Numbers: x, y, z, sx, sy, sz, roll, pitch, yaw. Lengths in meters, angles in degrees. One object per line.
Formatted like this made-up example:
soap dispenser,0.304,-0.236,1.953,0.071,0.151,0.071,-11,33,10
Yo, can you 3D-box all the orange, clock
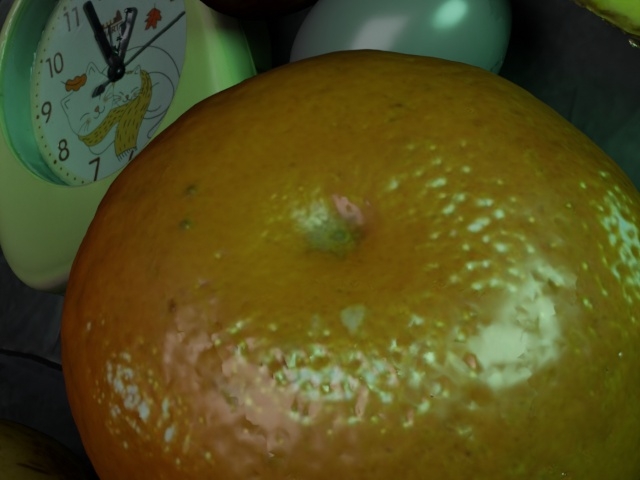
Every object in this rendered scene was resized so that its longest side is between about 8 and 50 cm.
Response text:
orange,0.037,0.076,1.368,0.424,0.326,0.424,-4,57,6
clock,-0.163,-0.140,1.737,0.286,0.117,0.348,-24,64,32

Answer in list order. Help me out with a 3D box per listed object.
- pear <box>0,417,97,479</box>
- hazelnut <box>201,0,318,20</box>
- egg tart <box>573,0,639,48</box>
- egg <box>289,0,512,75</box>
pear,-0.300,0.273,1.649,0.281,0.281,0.280,-10,73,36
hazelnut,-0.050,-0.295,1.571,0.218,0.218,0.234,-43,52,23
egg tart,0.279,-0.266,1.358,0.315,0.315,0.120,-18,25,34
egg,0.062,-0.146,1.539,0.199,0.146,0.146,-37,59,30
